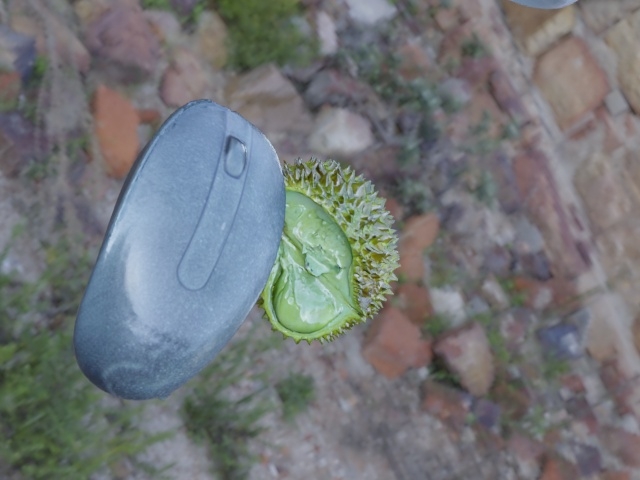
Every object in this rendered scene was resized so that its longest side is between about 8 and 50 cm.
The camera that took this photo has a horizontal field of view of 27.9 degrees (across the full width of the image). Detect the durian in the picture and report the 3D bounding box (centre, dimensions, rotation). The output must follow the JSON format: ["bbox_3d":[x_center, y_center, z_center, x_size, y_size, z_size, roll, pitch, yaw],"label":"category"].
[{"bbox_3d":[0.001,0.003,1.660,0.176,0.200,0.237,-71,155,-61],"label":"durian"}]

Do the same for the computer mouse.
[{"bbox_3d":[-0.150,0.007,1.471,0.203,0.114,0.374,29,72,-23],"label":"computer mouse"}]

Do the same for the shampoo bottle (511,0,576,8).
[{"bbox_3d":[0.143,-0.229,0.728,0.074,0.074,0.192,28,77,-44],"label":"shampoo bottle"}]
